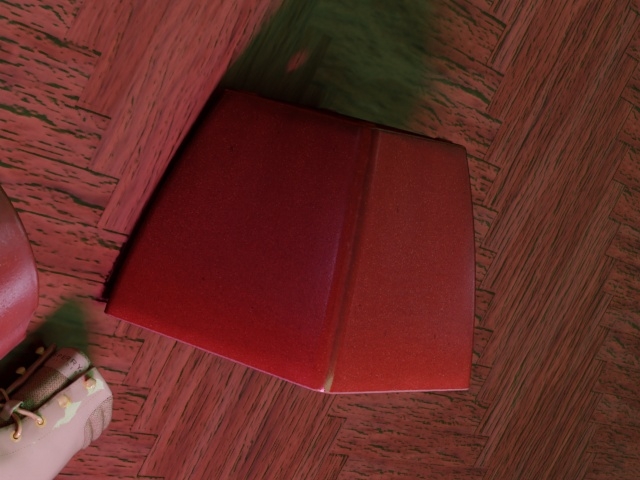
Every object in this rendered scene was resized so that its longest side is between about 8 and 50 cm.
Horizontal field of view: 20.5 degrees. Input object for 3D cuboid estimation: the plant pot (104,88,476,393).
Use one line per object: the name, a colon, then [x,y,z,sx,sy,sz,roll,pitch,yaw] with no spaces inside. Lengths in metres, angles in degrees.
plant pot: [-0.003,-0.006,1.689,0.267,0.267,0.236,6,98,-56]

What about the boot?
boot: [-0.287,0.160,1.561,0.203,0.095,0.262,-46,148,-19]

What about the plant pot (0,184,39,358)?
plant pot: [-0.357,0.053,1.239,0.265,0.272,0.272,-39,144,-43]
